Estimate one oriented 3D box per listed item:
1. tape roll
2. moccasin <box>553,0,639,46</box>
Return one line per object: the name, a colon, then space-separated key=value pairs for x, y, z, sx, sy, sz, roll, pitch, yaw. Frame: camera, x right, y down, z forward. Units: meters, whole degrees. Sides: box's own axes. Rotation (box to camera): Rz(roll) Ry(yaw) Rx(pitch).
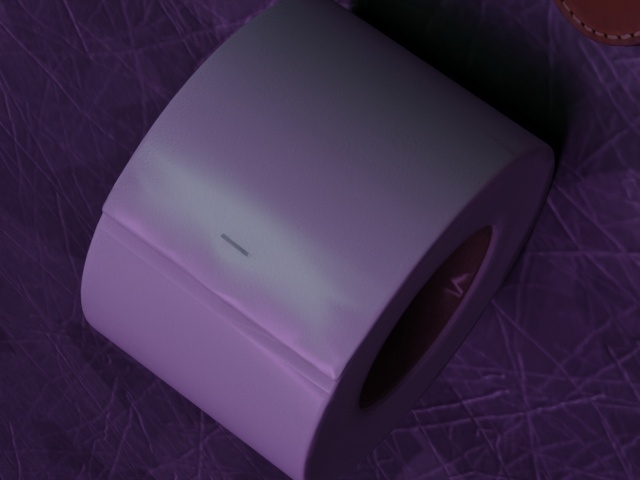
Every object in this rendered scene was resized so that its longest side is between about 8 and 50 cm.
tape roll: x=0.000 y=0.000 z=1.137 sx=0.169 sy=0.246 sz=0.246 roll=36 pitch=145 yaw=16
moccasin: x=0.065 y=-0.247 z=0.784 sx=0.139 sy=0.147 sz=0.380 roll=5 pitch=126 yaw=46
